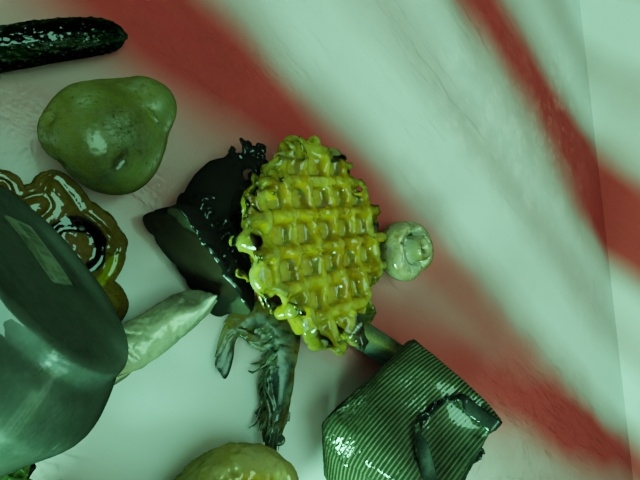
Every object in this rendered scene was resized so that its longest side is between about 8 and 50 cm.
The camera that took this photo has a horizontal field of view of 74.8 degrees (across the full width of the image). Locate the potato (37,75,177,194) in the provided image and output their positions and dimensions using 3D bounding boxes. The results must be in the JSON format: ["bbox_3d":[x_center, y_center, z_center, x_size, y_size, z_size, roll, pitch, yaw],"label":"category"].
[{"bbox_3d":[-0.287,-0.160,0.596,0.157,0.157,0.194,48,59,-25],"label":"potato"}]

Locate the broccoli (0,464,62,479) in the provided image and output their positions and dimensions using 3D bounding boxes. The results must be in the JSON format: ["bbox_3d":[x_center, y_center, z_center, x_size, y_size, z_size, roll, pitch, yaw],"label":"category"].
[{"bbox_3d":[-0.246,0.472,0.448,0.397,0.353,0.274,23,51,10],"label":"broccoli"}]

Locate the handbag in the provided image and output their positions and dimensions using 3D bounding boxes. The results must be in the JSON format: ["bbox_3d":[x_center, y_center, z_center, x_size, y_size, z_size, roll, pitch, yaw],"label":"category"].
[{"bbox_3d":[0.185,0.400,0.842,0.341,0.240,0.247,-31,134,-35],"label":"handbag"}]

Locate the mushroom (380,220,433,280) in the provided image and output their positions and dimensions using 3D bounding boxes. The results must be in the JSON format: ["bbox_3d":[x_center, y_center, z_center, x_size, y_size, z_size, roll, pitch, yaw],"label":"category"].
[{"bbox_3d":[0.197,0.022,0.971,0.148,0.112,0.148,10,75,-42],"label":"mushroom"}]

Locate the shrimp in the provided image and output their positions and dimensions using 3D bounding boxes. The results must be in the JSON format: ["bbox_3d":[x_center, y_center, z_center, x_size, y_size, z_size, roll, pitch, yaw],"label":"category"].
[{"bbox_3d":[-0.118,0.256,0.765,0.169,0.058,0.295,10,78,-29],"label":"shrimp"}]

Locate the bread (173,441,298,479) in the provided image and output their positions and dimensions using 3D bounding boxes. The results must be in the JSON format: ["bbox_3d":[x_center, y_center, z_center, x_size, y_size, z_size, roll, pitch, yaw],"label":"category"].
[{"bbox_3d":[-0.150,0.444,0.681,0.245,0.134,0.244,-1,91,-36],"label":"bread"}]

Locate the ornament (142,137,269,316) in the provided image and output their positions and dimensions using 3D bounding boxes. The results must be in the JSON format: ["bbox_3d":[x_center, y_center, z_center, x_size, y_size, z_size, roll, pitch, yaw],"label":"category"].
[{"bbox_3d":[-0.139,-0.032,0.739,0.260,0.106,0.251,-50,123,-43],"label":"ornament"}]

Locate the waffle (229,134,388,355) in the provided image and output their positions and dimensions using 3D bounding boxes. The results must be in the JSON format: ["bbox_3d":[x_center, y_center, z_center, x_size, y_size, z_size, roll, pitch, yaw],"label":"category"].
[{"bbox_3d":[0.000,0.000,0.782,0.379,0.095,0.382,53,41,-31],"label":"waffle"}]

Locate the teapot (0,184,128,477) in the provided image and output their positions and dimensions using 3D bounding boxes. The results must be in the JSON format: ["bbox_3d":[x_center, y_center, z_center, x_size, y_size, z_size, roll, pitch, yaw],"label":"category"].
[{"bbox_3d":[-0.422,0.098,0.365,0.362,0.305,0.376,-36,88,-14],"label":"teapot"}]

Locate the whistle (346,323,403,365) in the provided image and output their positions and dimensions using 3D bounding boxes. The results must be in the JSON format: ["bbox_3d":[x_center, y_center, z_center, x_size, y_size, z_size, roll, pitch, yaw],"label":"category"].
[{"bbox_3d":[0.084,0.204,0.911,0.326,0.057,0.068,38,70,-30],"label":"whistle"}]

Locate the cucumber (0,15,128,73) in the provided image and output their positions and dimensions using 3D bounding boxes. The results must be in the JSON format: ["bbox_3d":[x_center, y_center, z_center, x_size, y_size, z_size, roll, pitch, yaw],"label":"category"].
[{"bbox_3d":[-0.384,-0.275,0.579,0.245,0.067,0.067,-30,106,-32],"label":"cucumber"}]

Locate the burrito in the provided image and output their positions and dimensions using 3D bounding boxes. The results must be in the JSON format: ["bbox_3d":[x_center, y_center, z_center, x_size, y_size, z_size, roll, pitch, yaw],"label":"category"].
[{"bbox_3d":[-0.316,0.185,0.577,0.392,0.117,0.076,-36,94,-32],"label":"burrito"}]

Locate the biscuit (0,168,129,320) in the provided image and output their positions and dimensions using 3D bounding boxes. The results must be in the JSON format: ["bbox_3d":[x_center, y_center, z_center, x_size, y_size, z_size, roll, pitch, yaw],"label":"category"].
[{"bbox_3d":[-0.372,0.022,0.562,0.208,0.041,0.290,-42,122,-30],"label":"biscuit"}]
